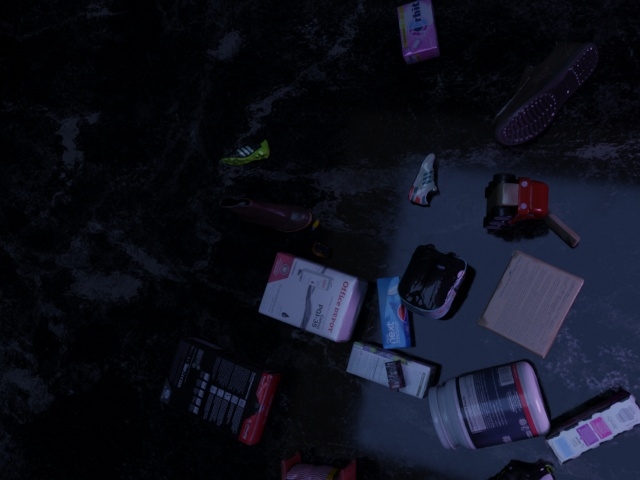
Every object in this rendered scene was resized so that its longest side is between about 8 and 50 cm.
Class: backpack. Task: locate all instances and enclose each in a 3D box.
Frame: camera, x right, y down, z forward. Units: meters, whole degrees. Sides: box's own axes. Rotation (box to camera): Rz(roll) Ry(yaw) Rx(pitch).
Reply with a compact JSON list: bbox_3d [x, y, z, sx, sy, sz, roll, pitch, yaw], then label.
[{"bbox_3d":[0.312,0.127,1.622,0.166,0.144,0.188,24,67,22],"label":"backpack"}]

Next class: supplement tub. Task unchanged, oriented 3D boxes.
[{"bbox_3d":[0.442,0.438,1.495,0.272,0.191,0.191,-19,74,19],"label":"supplement tub"}]

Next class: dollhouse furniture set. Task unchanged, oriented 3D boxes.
[{"bbox_3d":[-0.048,0.711,1.553,0.202,0.374,0.152,-1,85,21],"label":"dollhouse furniture set"}]

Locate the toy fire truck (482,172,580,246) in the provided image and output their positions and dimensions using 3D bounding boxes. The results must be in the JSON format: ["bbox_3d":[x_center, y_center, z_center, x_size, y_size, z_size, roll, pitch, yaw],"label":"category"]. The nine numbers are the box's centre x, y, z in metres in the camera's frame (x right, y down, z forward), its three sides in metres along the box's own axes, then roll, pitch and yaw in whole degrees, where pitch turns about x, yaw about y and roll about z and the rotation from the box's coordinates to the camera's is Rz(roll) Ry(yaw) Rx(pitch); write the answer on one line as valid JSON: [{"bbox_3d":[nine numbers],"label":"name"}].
[{"bbox_3d":[0.576,-0.076,1.530,0.247,0.217,0.158,4,82,8],"label":"toy fire truck"}]

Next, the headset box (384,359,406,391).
[{"bbox_3d":[0.208,0.375,1.569,0.032,0.062,0.083,-15,76,20],"label":"headset box"}]

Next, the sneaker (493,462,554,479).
[{"bbox_3d":[0.505,0.647,1.510,0.235,0.084,0.097,-18,51,18],"label":"sneaker"}]

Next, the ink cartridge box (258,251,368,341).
[{"bbox_3d":[-0.021,0.174,1.770,0.283,0.117,0.207,17,87,24],"label":"ink cartridge box"}]

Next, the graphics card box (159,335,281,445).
[{"bbox_3d":[-0.329,0.480,1.857,0.371,0.094,0.232,16,88,23],"label":"graphics card box"}]

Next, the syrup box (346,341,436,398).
[{"bbox_3d":[0.207,0.375,1.656,0.237,0.093,0.096,14,86,24],"label":"syrup box"}]

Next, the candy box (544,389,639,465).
[{"bbox_3d":[0.679,0.461,1.413,0.233,0.159,0.071,-35,68,13],"label":"candy box"}]

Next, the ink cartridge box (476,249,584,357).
[{"bbox_3d":[0.570,0.171,1.546,0.193,0.088,0.234,28,93,25],"label":"ink cartridge box"}]

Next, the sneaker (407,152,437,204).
[{"bbox_3d":[0.327,-0.183,1.732,0.075,0.057,0.161,25,89,7],"label":"sneaker"}]

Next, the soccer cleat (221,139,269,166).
[{"bbox_3d":[-0.261,-0.307,1.989,0.179,0.060,0.072,-8,68,14],"label":"soccer cleat"}]

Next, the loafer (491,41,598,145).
[{"bbox_3d":[0.620,-0.421,1.623,0.366,0.134,0.130,-43,45,0],"label":"loafer"}]

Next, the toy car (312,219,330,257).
[{"bbox_3d":[0.000,0.000,1.847,0.040,0.060,0.121,135,143,-56],"label":"toy car"}]

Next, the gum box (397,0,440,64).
[{"bbox_3d":[0.311,-0.671,1.810,0.107,0.062,0.188,-9,78,20],"label":"gum box"}]

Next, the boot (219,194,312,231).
[{"bbox_3d":[-0.173,-0.089,1.829,0.249,0.207,0.090,5,83,23],"label":"boot"}]

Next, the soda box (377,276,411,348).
[{"bbox_3d":[0.219,0.215,1.693,0.071,0.067,0.209,-9,78,21],"label":"soda box"}]
